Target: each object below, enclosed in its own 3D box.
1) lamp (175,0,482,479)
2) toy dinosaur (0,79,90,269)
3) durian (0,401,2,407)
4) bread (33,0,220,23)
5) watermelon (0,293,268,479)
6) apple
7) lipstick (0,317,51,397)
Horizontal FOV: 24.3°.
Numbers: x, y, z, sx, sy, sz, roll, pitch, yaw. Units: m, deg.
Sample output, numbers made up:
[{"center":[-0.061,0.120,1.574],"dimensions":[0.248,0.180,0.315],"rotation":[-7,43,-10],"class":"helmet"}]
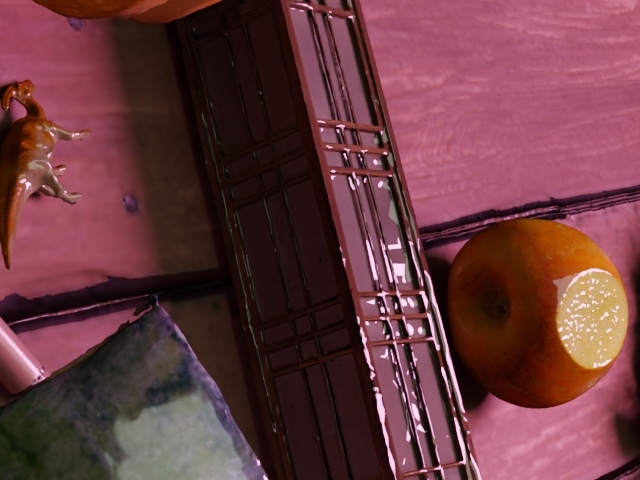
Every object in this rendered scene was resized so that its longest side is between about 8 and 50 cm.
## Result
[{"center":[0.000,0.000,0.763],"dimensions":[0.090,0.089,0.325],"rotation":[1,72,-52],"class":"lamp"},{"center":[-0.126,-0.027,0.660],"dimensions":[0.041,0.026,0.113],"rotation":[25,45,-36],"class":"toy dinosaur"},{"center":[-0.171,-0.025,0.542],"dimensions":[0.100,0.086,0.215],"rotation":[-27,112,-53],"class":"durian"},{"center":[-0.128,-0.268,0.661],"dimensions":[0.337,0.148,0.328],"rotation":[43,30,-22],"class":"bread"},{"center":[-0.129,0.165,0.494],"dimensions":[0.261,0.201,0.213],"rotation":[-28,100,-11],"class":"watermelon"},{"center":[0.126,0.043,0.900],"dimensions":[0.102,0.099,0.114],"rotation":[20,84,-40],"class":"apple"},{"center":[-0.124,0.059,0.628],"dimensions":[0.094,0.019,0.019],"rotation":[53,38,-20],"class":"lipstick"}]
